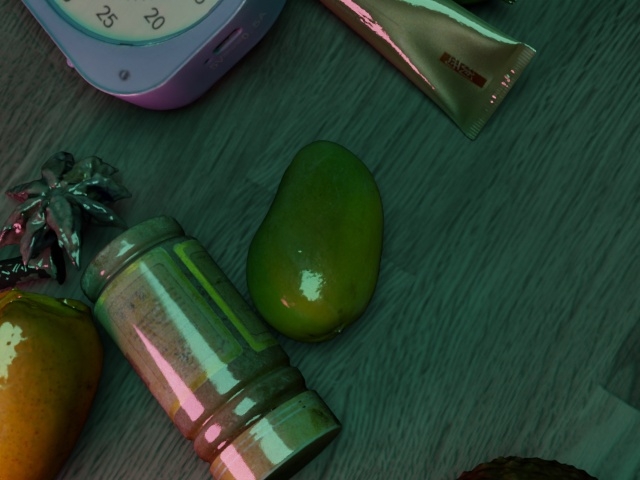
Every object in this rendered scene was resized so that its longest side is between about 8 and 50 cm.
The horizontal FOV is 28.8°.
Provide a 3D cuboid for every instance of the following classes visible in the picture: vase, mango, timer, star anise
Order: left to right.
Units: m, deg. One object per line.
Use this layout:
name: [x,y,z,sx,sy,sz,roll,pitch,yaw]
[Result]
mango: [-0.388,0.210,1.417,0.199,0.201,0.350,28,86,37]
vase: [-0.397,0.044,1.521,0.166,0.059,0.059,-14,75,0]
star anise: [-0.317,-0.041,1.500,0.180,0.061,0.205,-8,44,17]
timer: [-0.202,-0.386,1.515,0.394,0.173,0.395,-1,86,18]
mango: [0.000,0.000,1.489,0.156,0.114,0.251,8,64,15]

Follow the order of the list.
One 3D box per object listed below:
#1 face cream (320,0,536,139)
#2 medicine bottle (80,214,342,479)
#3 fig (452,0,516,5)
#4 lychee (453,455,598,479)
face cream: [0.097,-0.282,1.563,0.341,0.084,0.137,39,114,11]
medicine bottle: [-0.130,0.134,1.435,0.151,0.151,0.322,-37,77,-6]
fig: [0.186,-0.345,1.566,0.154,0.103,0.109,31,103,18]
lychee: [0.214,0.353,1.320,0.260,0.260,0.261,-1,76,3]
